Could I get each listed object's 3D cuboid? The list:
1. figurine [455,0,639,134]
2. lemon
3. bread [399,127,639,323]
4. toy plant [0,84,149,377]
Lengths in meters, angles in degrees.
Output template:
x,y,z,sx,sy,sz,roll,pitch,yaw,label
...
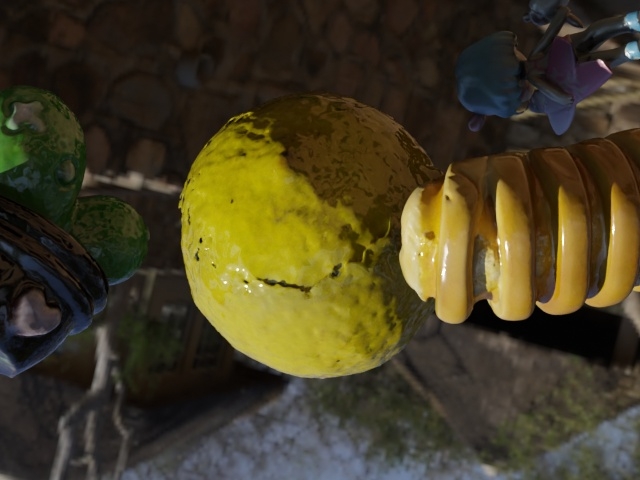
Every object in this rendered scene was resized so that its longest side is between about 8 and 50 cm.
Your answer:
x,y,z,sx,sy,sz,roll,pitch,yaw,label
0.277,-0.241,1.543,0.260,0.205,0.103,-13,168,40,figurine
0.000,0.000,1.535,0.350,0.350,0.387,15,156,17,lemon
0.230,-0.005,1.203,0.311,0.173,0.121,-12,-147,-12,bread
-0.272,-0.007,1.162,0.175,0.235,0.218,-3,138,46,toy plant
